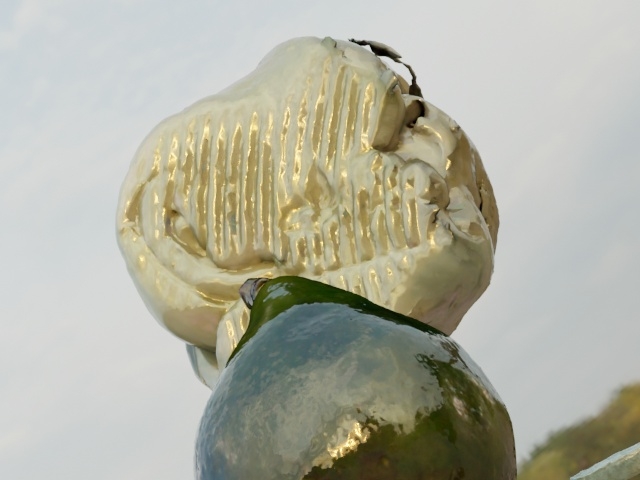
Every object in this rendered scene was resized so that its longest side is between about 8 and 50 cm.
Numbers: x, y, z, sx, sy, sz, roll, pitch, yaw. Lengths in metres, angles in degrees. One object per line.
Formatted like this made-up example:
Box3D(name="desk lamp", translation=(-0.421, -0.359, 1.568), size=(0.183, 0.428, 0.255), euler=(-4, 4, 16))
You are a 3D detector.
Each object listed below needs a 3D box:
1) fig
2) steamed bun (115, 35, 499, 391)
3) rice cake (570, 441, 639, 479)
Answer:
Box3D(name="fig", translation=(0.007, 0.107, 0.871), size=(0.195, 0.244, 0.195), euler=(-18, -27, -10))
Box3D(name="steamed bun", translation=(0.000, 0.000, 1.105), size=(0.280, 0.268, 0.207), euler=(-39, -23, 3))
Box3D(name="rice cake", translation=(0.261, 0.176, 1.146), size=(0.121, 0.022, 0.021), euler=(-27, 3, -5))
